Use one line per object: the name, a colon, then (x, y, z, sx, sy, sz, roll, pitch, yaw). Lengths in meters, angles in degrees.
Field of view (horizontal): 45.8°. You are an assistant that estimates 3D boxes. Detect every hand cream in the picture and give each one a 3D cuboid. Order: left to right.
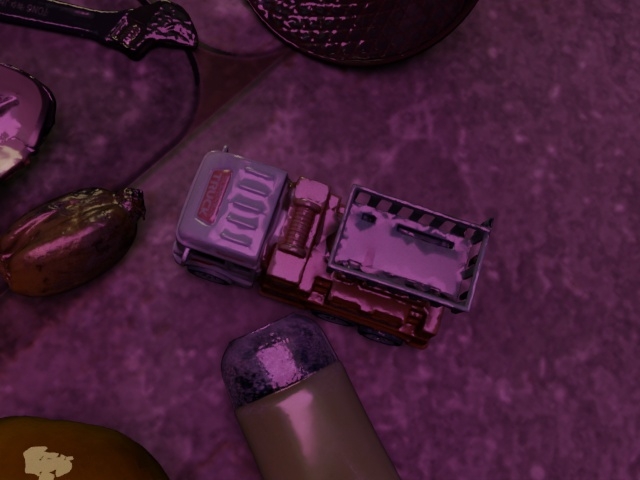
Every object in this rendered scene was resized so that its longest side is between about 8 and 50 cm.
hand cream: (-0.001, 0.132, 0.466, 0.095, 0.046, 0.175, -24, 88, -12)

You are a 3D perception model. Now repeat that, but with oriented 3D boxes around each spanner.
spanner: (-0.187, -0.160, 0.523, 0.209, 0.012, 0.046, 11, 76, -3)

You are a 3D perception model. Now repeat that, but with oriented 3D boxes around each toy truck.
toy truck: (-0.001, 0.001, 0.456, 0.178, 0.115, 0.080, 18, 77, -1)

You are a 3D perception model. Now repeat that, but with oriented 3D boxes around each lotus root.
lotus root: (-0.152, -0.001, 0.473, 0.099, 0.049, 0.054, -31, 62, -14)

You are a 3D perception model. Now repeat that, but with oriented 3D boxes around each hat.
hat: (0.033, -0.223, 0.532, 0.193, 0.082, 0.193, 5, 111, 13)

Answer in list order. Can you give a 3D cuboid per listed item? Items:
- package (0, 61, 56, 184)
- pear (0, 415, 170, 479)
package: (-0.278, -0.032, 0.475, 0.166, 0.040, 0.231, 24, 84, 2)
pear: (-0.142, 0.170, 0.384, 0.149, 0.148, 0.162, 3, 56, -6)
